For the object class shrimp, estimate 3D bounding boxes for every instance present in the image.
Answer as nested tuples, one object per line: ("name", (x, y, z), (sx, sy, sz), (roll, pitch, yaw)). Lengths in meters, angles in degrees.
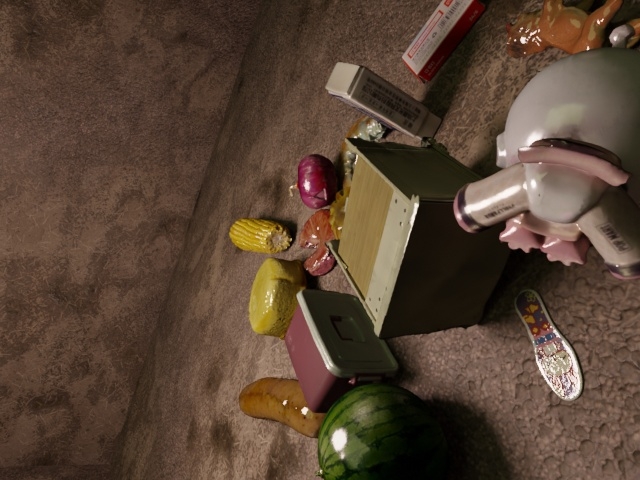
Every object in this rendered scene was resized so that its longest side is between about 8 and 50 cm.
("shrimp", (0.109, -0.261, 1.283), (0.185, 0.068, 0.286), (39, 110, 59))

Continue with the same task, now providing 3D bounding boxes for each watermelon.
("watermelon", (0.114, 0.394, 0.788), (0.242, 0.243, 0.242), (-32, 50, 47))

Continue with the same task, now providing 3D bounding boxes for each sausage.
("sausage", (-0.117, 0.470, 1.227), (0.501, 0.123, 0.136), (-19, 88, 53))

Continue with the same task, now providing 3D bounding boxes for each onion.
("onion", (-0.014, -0.188, 1.341), (0.177, 0.154, 0.177), (-167, 90, -78))

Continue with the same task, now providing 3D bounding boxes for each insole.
("insole", (0.381, 0.168, 0.706), (0.065, 0.004, 0.197), (-43, 42, 39))

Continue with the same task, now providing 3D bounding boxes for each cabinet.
("cabinet", (0.180, -0.026, 0.838), (0.318, 0.228, 0.289), (-121, 33, -53))

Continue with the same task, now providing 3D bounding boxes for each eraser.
("eraser", (0.159, -0.339, 1.040), (0.081, 0.279, 0.124), (-63, 32, 13))

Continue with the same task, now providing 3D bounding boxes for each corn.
("corn", (-0.248, -0.018, 1.652), (0.387, 0.144, 0.143), (11, 85, 59))

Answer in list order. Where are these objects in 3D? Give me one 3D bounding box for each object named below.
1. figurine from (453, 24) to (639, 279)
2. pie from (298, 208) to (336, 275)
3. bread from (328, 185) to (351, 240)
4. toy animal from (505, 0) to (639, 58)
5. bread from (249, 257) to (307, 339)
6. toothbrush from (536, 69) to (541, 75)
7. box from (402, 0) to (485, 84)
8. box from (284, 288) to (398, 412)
("figurine", (0.376, -0.127, 0.581), (0.361, 0.253, 0.210), (-47, -22, -34))
("pie", (0.000, 0.000, 1.337), (0.204, 0.054, 0.218), (-57, 35, 25))
("bread", (0.101, -0.070, 1.156), (0.214, 0.105, 0.213), (-11, 75, 50))
("toy animal", (0.470, -0.395, 0.782), (0.312, 0.098, 0.157), (60, 138, 47))
("bread", (-0.137, 0.184, 1.370), (0.270, 0.148, 0.269), (-45, 38, 50))
("toothbrush", (0.402, -0.203, 0.838), (0.028, 0.026, 0.293), (9, 83, 40))
("box", (0.317, -0.544, 1.115), (0.229, 0.050, 0.122), (-52, 35, 31))
("box", (0.032, 0.271, 1.031), (0.167, 0.194, 0.294), (-64, 32, 24))
